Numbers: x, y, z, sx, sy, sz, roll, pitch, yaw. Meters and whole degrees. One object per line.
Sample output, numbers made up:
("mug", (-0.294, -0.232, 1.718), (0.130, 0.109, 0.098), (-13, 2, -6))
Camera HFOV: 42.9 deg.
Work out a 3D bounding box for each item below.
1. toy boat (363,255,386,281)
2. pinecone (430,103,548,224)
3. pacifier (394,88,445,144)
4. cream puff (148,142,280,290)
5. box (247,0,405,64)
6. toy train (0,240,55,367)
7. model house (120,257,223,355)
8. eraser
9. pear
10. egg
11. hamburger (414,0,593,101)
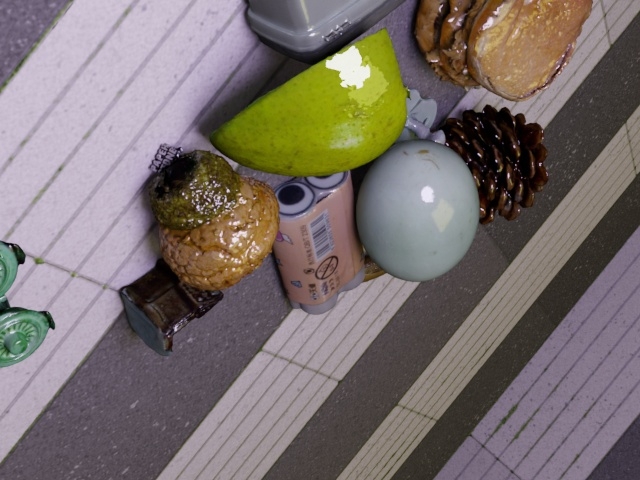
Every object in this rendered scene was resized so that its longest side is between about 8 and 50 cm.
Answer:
("toy boat", (0.128, 0.037, 1.645), (0.149, 0.047, 0.049), (-29, 143, -30))
("pinecone", (0.292, -0.137, 1.520), (0.272, 0.224, 0.224), (-10, 136, -17))
("pacifier", (0.159, -0.185, 1.381), (0.127, 0.116, 0.150), (-51, 151, 11))
("cream puff", (-0.162, -0.048, 1.092), (0.183, 0.183, 0.169), (-46, 129, -8))
("box", (0.010, -0.328, 1.010), (0.210, 0.148, 0.129), (-39, 138, -18))
("toy train", (-0.417, 0.064, 0.873), (0.202, 0.145, 0.266), (-32, 144, -23))
("model house", (-0.201, 0.085, 1.190), (0.152, 0.165, 0.106), (-39, 131, -22))
("eraser", (0.000, 0.000, 1.407), (0.171, 0.087, 0.290), (-38, 146, -18))
("pear", (-0.022, -0.144, 1.067), (0.239, 0.139, 0.288), (-21, -177, -11))
("egg", (0.160, -0.046, 1.342), (0.203, 0.203, 0.283), (-36, 148, -23))
("hamburger", (0.270, -0.337, 1.272), (0.245, 0.211, 0.261), (-29, 138, -20))
